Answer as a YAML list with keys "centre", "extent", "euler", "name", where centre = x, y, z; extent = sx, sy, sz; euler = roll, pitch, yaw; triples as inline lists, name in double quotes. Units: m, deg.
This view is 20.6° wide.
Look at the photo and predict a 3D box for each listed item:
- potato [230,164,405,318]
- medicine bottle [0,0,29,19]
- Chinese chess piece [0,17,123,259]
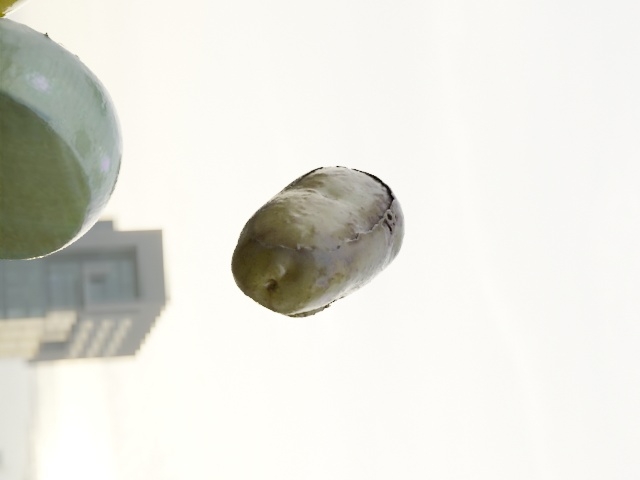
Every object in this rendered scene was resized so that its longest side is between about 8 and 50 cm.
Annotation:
- centre: [0.000, 0.000, 1.346]
  extent: [0.170, 0.107, 0.080]
  euler: [-43, 142, -55]
  name: "potato"
- centre: [-0.250, -0.207, 1.341]
  extent: [0.309, 0.076, 0.111]
  euler: [-53, -129, 24]
  name: "medicine bottle"
- centre: [-0.178, -0.055, 0.957]
  extent: [0.144, 0.144, 0.058]
  euler: [105, 2, -47]
  name: "Chinese chess piece"
